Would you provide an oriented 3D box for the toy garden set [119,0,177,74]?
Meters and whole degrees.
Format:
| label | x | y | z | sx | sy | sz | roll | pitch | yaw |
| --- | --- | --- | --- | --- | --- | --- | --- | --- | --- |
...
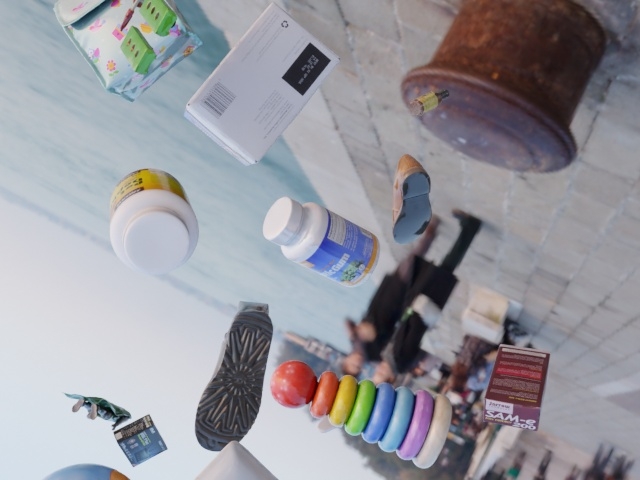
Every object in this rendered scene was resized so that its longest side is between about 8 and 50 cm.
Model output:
| label | x | y | z | sx | sy | sz | roll | pitch | yaw |
| --- | --- | --- | --- | --- | --- | --- | --- | --- | --- |
| toy garden set | -0.245 | -0.404 | 1.305 | 0.049 | 0.244 | 0.204 | 21 | -159 | -37 |

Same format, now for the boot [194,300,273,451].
| label | x | y | z | sx | sy | sz | roll | pitch | yaw |
| --- | --- | --- | --- | --- | --- | --- | --- | --- | --- |
| boot | -0.225 | 0.343 | 2.176 | 0.146 | 0.366 | 0.445 | 22 | 177 | -7 |

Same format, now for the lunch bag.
| label | x | y | z | sx | sy | sz | roll | pitch | yaw |
| --- | --- | --- | --- | --- | --- | --- | --- | --- | --- |
| lunch bag | -0.414 | -0.465 | 1.705 | 0.262 | 0.223 | 0.160 | 55 | -172 | 7 |

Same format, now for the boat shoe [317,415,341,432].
| label | x | y | z | sx | sy | sz | roll | pitch | yaw |
| --- | --- | --- | --- | --- | --- | --- | --- | --- | --- |
| boat shoe | 0.039 | 0.390 | 1.748 | 0.035 | 0.100 | 0.035 | 30 | 143 | 45 |

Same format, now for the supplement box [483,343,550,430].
| label | x | y | z | sx | sy | sz | roll | pitch | yaw |
| --- | --- | --- | --- | --- | --- | --- | --- | --- | --- |
| supplement box | 0.479 | 0.351 | 1.964 | 0.130 | 0.073 | 0.239 | 7 | -153 | 20 |

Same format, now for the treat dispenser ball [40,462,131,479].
| label | x | y | z | sx | sy | sz | roll | pitch | yaw |
| --- | --- | --- | --- | --- | --- | --- | --- | --- | --- |
| treat dispenser ball | -0.500 | 0.618 | 1.709 | 0.288 | 0.288 | 0.288 | 28 | 173 | 4 |

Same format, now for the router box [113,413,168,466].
| label | x | y | z | sx | sy | sz | roll | pitch | yaw |
| --- | --- | --- | --- | --- | --- | --- | --- | --- | --- |
| router box | -0.419 | 0.468 | 1.894 | 0.038 | 0.092 | 0.122 | 52 | 163 | 40 |

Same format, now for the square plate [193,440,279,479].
| label | x | y | z | sx | sy | sz | roll | pitch | yaw |
| --- | --- | --- | --- | --- | --- | --- | --- | --- | --- |
| square plate | -0.172 | 0.568 | 1.426 | 0.049 | 0.347 | 0.344 | 30 | 163 | 51 |

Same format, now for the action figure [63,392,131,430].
| label | x | y | z | sx | sy | sz | roll | pitch | yaw |
| --- | --- | --- | --- | --- | --- | --- | --- | --- | --- |
| action figure | -0.515 | 0.412 | 1.944 | 0.137 | 0.063 | 0.232 | 19 | 166 | 15 |

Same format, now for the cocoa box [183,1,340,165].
| label | x | y | z | sx | sy | sz | roll | pitch | yaw |
| --- | --- | --- | --- | --- | --- | --- | --- | --- | --- |
| cocoa box | -0.159 | -0.395 | 2.104 | 0.231 | 0.347 | 0.228 | 39 | 174 | -12 |

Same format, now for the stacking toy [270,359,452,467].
| label | x | y | z | sx | sy | sz | roll | pitch | yaw |
| --- | --- | --- | --- | --- | --- | --- | --- | --- | --- |
| stacking toy | 0.067 | 0.301 | 1.500 | 0.331 | 0.141 | 0.141 | 20 | 173 | -1 |

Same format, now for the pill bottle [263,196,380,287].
| label | x | y | z | sx | sy | sz | roll | pitch | yaw |
| --- | --- | --- | --- | --- | --- | --- | --- | --- | --- |
| pill bottle | 0.000 | 0.000 | 1.967 | 0.272 | 0.152 | 0.152 | 26 | 175 | -31 |

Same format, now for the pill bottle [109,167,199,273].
| label | x | y | z | sx | sy | sz | roll | pitch | yaw |
| --- | --- | --- | --- | --- | --- | --- | --- | --- | --- |
| pill bottle | -0.233 | -0.025 | 1.125 | 0.117 | 0.117 | 0.215 | 31 | -174 | -21 |

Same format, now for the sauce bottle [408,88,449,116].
| label | x | y | z | sx | sy | sz | roll | pitch | yaw |
| --- | --- | --- | --- | --- | --- | --- | --- | --- | --- |
| sauce bottle | 0.259 | -0.328 | 1.912 | 0.042 | 0.128 | 0.042 | 22 | 126 | 34 |

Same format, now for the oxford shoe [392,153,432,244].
| label | x | y | z | sx | sy | sz | roll | pitch | yaw |
| --- | --- | --- | --- | --- | --- | --- | --- | --- | --- |
| oxford shoe | 0.172 | -0.078 | 1.574 | 0.212 | 0.076 | 0.076 | 93 | 163 | -46 |
